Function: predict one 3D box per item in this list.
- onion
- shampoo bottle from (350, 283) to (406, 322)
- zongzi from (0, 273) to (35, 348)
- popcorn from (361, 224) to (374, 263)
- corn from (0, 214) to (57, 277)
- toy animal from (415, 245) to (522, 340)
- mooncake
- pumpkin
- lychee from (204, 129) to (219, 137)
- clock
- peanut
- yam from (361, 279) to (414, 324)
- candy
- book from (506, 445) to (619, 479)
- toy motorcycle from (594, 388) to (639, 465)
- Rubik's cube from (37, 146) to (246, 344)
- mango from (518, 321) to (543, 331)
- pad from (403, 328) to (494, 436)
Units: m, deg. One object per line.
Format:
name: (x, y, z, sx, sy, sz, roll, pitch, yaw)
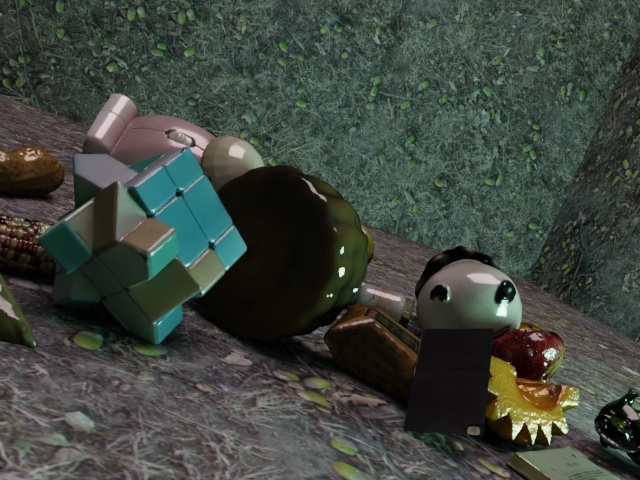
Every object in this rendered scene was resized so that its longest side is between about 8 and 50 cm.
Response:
onion: (0.436, 0.260, 1.364, 0.183, 0.147, 0.184, -4, -17, -1)
shampoo bottle: (0.099, 0.134, 1.471, 0.192, 0.074, 0.074, 17, 8, 8)
zongzi: (-0.503, -0.003, 0.574, 0.393, 0.174, 0.356, 35, 19, 33)
popcorn: (0.000, 0.000, 1.522, 0.212, 0.259, 0.259, 67, 21, 10)
corn: (-0.410, 0.012, 0.949, 0.253, 0.086, 0.086, 12, 12, -37)
toy animal: (0.341, 0.138, 1.508, 0.250, 0.251, 0.310, 22, 2, 1)
mooncake: (-0.063, 0.021, 1.069, 0.290, 0.290, 0.161, 26, 8, 26)
pumpkin: (0.302, 0.276, 1.068, 0.254, 0.131, 0.149, 22, -22, -31)
lychee: (-0.323, -0.160, 1.663, 0.260, 0.261, 0.260, 21, 9, -3)
clock: (-0.288, -0.099, 1.252, 0.325, 0.184, 0.342, 18, -31, -10)
peanut: (-0.628, -0.149, 1.333, 0.095, 0.108, 0.226, 29, 12, 14)
yam: (0.143, 0.146, 1.538, 0.169, 0.068, 0.068, 22, 9, 8)
candy: (0.138, 0.205, 1.050, 0.271, 0.101, 0.143, 33, 20, 7)
book: (0.431, 0.384, 0.898, 0.201, 0.026, 0.289, 14, 12, -44)
toy motorcycle: (0.618, 0.373, 1.146, 0.274, 0.125, 0.187, 25, 19, 9)
Rubik's cube: (-0.254, -0.003, 0.873, 0.224, 0.265, 0.213, -10, 27, 40)
mango: (0.561, 0.271, 1.723, 0.115, 0.090, 0.178, 19, -3, 37)
pad: (0.195, 0.206, 0.954, 0.116, 0.004, 0.193, -4, 41, 23)
